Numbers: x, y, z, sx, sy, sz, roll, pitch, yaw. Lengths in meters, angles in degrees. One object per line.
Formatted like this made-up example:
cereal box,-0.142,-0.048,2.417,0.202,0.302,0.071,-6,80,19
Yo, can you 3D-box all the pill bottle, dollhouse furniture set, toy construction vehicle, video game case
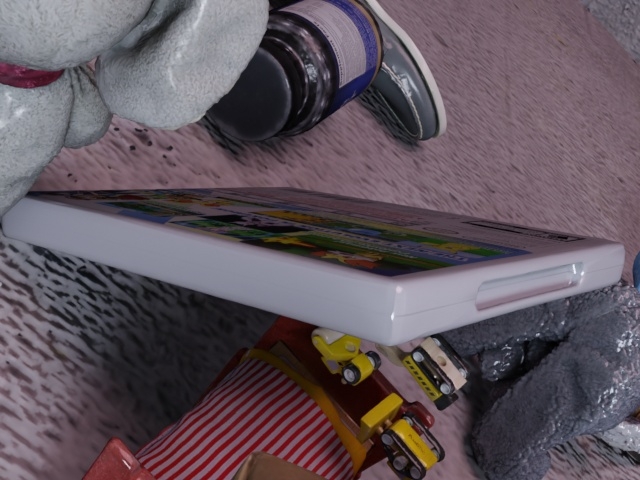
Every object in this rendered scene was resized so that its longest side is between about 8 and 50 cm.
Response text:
pill bottle,-0.026,-0.176,0.872,0.123,0.123,0.219,48,34,-2
dollhouse furniture set,0.034,0.233,0.487,0.374,0.152,0.201,46,33,3
toy construction vehicle,0.040,0.082,0.495,0.098,0.035,0.086,48,44,10
video game case,0.000,0.000,0.604,0.300,0.329,0.036,-5,104,-51

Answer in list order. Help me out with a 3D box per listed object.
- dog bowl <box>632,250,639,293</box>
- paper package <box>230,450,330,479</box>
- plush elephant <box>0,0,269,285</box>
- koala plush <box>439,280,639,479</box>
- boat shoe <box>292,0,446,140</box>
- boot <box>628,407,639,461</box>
dog bowl,0.579,0.122,1.257,0.297,0.166,0.074,46,45,-6
paper package,0.036,0.293,0.304,0.325,0.309,0.168,35,-2,-20
plush elephant,-0.191,-0.139,0.472,0.271,0.255,0.330,15,38,-48
koala plush,0.263,0.133,0.867,0.221,0.203,0.196,28,38,-48
boat shoe,0.035,-0.244,1.066,0.099,0.116,0.319,-36,94,-14
boot,0.410,0.189,1.063,0.115,0.112,0.305,46,24,27
